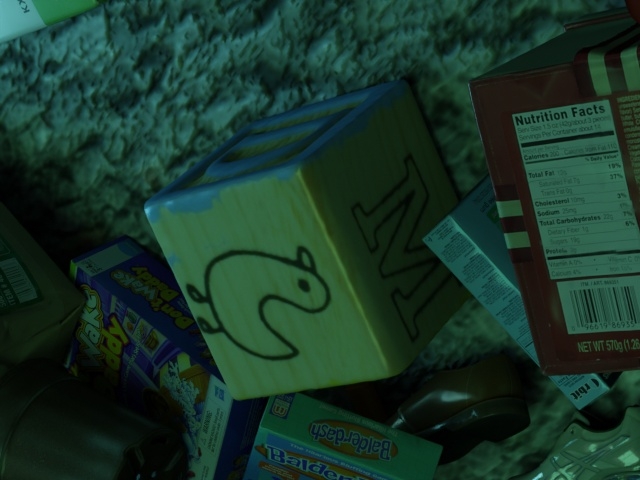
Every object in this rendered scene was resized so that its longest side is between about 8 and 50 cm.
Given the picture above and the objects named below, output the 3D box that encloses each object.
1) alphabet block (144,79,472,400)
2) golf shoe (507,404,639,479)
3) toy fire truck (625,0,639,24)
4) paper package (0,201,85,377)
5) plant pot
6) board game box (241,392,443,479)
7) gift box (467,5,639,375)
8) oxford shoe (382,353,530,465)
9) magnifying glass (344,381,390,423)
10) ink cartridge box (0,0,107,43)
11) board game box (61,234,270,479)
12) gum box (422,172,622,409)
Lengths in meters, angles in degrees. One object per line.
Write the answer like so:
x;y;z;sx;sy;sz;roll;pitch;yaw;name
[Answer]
0.000;0.000;1.407;0.192;0.193;0.197;-13;109;39;alphabet block
0.234;0.194;1.466;0.176;0.069;0.086;-19;85;36;golf shoe
0.285;-0.277;1.011;0.254;0.302;0.169;-16;125;11;toy fire truck
-0.435;0.066;1.698;0.325;0.168;0.309;48;135;21;paper package
-0.230;0.217;1.582;0.165;0.167;0.167;17;125;28;plant pot
0.013;0.213;1.506;0.160;0.047;0.210;20;154;2;board game box
0.273;-0.037;1.158;0.255;0.258;0.276;-2;108;34;gift box
0.106;0.163;1.518;0.212;0.076;0.076;-27;55;36;oxford shoe
0.084;0.238;1.605;0.092;0.026;0.231;-14;110;38;magnifying glass
-0.338;-0.280;1.511;0.353;0.119;0.207;-13;109;38;ink cartridge box
-0.175;0.201;1.686;0.233;0.078;0.347;36;131;26;board game box
0.189;0.022;1.318;0.184;0.157;0.041;48;131;1;gum box
